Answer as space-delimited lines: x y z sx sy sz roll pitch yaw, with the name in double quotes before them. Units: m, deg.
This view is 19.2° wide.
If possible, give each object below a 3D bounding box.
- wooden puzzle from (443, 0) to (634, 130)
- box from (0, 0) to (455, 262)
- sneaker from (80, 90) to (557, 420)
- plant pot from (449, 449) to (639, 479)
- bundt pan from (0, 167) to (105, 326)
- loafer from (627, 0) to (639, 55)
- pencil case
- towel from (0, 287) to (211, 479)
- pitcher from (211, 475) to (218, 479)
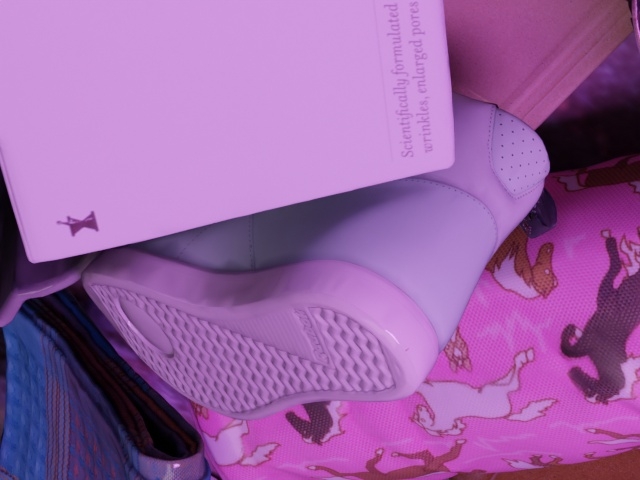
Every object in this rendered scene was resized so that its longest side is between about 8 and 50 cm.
"wooden puzzle" 0.047 -0.154 0.827 0.221 0.044 0.239 31 135 -10
"box" -0.052 -0.109 0.744 0.182 0.119 0.181 -13 132 -5
"sneaker" 0.001 0.000 0.872 0.256 0.151 0.094 -2 131 53
"plant pot" 0.186 0.166 1.124 0.236 0.032 0.236 12 140 11
"bundt pan" -0.241 -0.100 0.914 0.331 0.124 0.331 2 137 2
"loafer" 0.146 -0.148 0.716 0.095 0.109 0.302 10 121 26
"pencil case" 0.115 0.046 0.928 0.386 0.160 0.167 -12 108 34
"towel" -0.141 0.232 1.089 0.040 0.271 0.370 -4 112 -27
"pitcher" -0.051 0.264 1.204 0.178 0.207 0.125 13 140 8
